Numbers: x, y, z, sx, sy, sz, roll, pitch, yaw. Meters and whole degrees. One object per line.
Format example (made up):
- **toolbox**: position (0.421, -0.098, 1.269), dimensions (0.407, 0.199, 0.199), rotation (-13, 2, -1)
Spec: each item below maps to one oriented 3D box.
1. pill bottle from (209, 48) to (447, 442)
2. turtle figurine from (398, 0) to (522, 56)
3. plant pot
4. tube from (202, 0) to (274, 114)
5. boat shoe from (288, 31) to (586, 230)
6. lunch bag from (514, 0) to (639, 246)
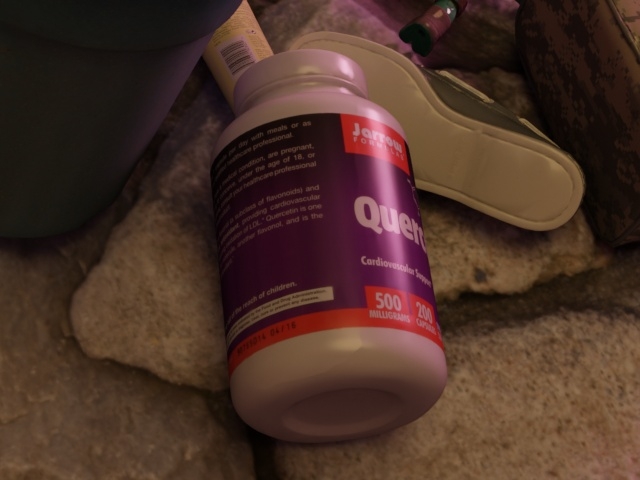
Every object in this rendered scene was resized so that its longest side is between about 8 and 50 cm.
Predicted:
- **pill bottle**: position (0.000, 0.000, 1.254), dimensions (0.181, 0.181, 0.323), rotation (0, 62, -14)
- **turtle figurine**: position (0.161, -0.302, 1.510), dimensions (0.234, 0.118, 0.175), rotation (-37, 75, -22)
- **plant pot**: position (-0.234, -0.201, 1.192), dimensions (0.341, 0.334, 0.341), rotation (16, 44, -16)
- **tube**: position (-0.104, -0.227, 1.436), dimensions (0.070, 0.062, 0.240), rotation (19, 37, -56)
- **boat shoe**: position (0.111, -0.107, 1.412), dimensions (0.319, 0.116, 0.099), rotation (28, 15, 11)
- **lunch bag**: position (0.369, -0.161, 1.416), dimensions (0.256, 0.212, 0.305), rotation (-13, 65, -18)
